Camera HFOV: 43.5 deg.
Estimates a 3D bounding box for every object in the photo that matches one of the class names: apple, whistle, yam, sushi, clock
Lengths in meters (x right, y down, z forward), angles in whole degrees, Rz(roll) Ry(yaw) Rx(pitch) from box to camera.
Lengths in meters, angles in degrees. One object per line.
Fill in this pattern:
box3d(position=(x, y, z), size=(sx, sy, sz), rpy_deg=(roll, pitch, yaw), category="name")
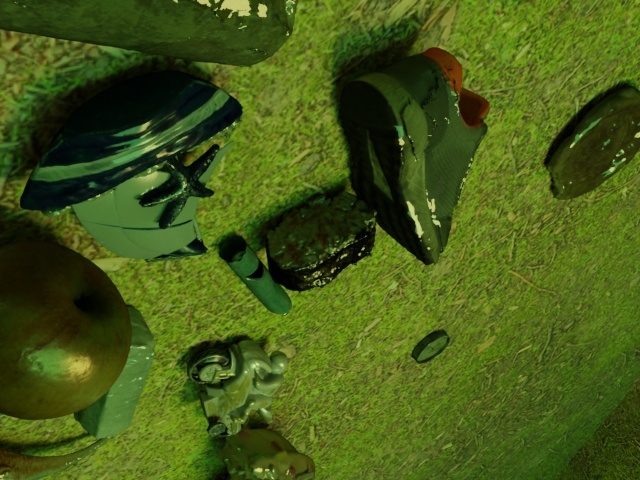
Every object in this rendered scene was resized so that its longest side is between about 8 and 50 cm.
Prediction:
box3d(position=(-0.275, 0.090, 0.775), size=(0.155, 0.182, 0.182), rpy_deg=(-30, 152, 17), category="apple")
box3d(position=(-0.081, 0.051, 1.049), size=(0.039, 0.039, 0.186), rpy_deg=(-36, 149, -3), category="whistle")
box3d(position=(-0.128, -0.209, 0.551), size=(0.268, 0.161, 0.161), rpy_deg=(0, 133, -42), category="yam")
box3d(position=(0.000, 0.000, 1.016), size=(0.150, 0.090, 0.078), rpy_deg=(-28, 152, -18), category="sushi")
box3d(position=(0.219, 0.211, 1.583), size=(0.085, 0.017, 0.085), rpy_deg=(-26, 147, -18), category="clock")

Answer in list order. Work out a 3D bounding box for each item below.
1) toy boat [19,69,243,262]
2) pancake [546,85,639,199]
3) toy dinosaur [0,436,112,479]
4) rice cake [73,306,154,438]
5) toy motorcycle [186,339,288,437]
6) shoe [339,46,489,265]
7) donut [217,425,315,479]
box3d(position=(-0.153, -0.063, 0.806), size=(0.210, 0.070, 0.291), rpy_deg=(-36, 153, 7), category="toy boat")
box3d(position=(0.465, -0.154, 1.332), size=(0.222, 0.042, 0.236), rpy_deg=(-27, 147, -14), category="pancake")
box3d(position=(-0.415, 0.315, 1.017), size=(0.393, 0.092, 0.205), rpy_deg=(-14, 137, -30), category="toy dinosaur")
box3d(position=(-0.256, 0.171, 1.000), size=(0.063, 0.069, 0.206), rpy_deg=(-11, 139, -37), category="rice cake")
box3d(position=(-0.116, 0.216, 1.198), size=(0.151, 0.074, 0.228), rpy_deg=(-24, 138, -12), category="toy motorcycle")
box3d(position=(0.135, -0.112, 0.989), size=(0.171, 0.132, 0.336), rpy_deg=(-41, 147, -13), category="shoe")
box3d(position=(-0.173, 0.470, 1.398), size=(0.371, 0.150, 0.307), rpy_deg=(-39, 149, 3), category="donut")
